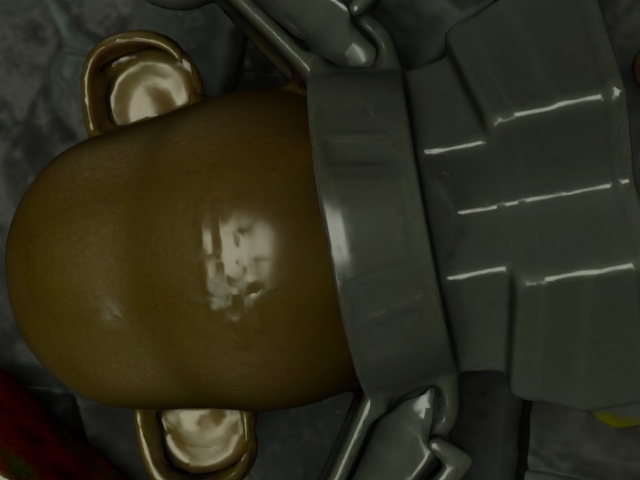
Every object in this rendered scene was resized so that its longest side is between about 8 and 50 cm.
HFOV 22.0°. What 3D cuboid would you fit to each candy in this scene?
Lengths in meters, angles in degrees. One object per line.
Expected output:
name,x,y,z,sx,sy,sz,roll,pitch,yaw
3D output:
candy,-0.138,0.128,0.808,0.292,0.086,0.059,41,109,10

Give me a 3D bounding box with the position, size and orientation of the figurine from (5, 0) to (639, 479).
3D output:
figurine,0.000,-0.001,0.736,0.285,0.167,0.342,-12,66,4

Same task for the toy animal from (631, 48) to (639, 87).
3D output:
toy animal,0.271,-0.057,0.665,0.363,0.180,0.181,41,91,9
